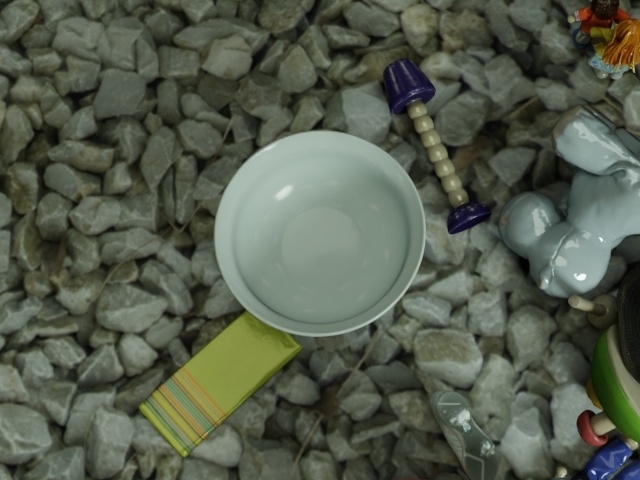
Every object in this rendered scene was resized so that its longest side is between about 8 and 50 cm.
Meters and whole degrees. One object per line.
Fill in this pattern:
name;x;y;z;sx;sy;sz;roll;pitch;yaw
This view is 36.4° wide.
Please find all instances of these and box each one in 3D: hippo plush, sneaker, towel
hippo plush;0.398;-0.027;1.401;0.294;0.234;0.236;48;113;26
sneaker;0.204;0.276;1.385;0.053;0.061;0.152;-28;96;-13
towel;-0.146;0.201;1.430;0.237;0.021;0.102;-42;84;-9

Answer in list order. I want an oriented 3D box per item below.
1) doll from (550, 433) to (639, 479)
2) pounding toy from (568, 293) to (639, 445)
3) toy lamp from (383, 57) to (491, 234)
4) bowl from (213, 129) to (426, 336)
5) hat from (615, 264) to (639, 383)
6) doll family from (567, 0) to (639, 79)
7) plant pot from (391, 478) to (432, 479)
doll;0.384;0.360;1.360;0.189;0.046;0.129;-39;78;-8
pounding toy;0.398;0.198;1.356;0.110;0.183;0.237;-36;69;30
toy lamp;0.171;-0.148;1.473;0.080;0.080;0.275;-24;79;-4
bowl;0.000;0.000;1.413;0.297;0.134;0.298;0;77;1
hat;0.570;0.127;1.307;0.331;0.134;0.331;12;49;-15
doll family;0.503;-0.297;1.453;0.262;0.163;0.118;1;76;2
plant pot;0.192;0.457;1.246;0.274;0.275;0.243;9;86;4
